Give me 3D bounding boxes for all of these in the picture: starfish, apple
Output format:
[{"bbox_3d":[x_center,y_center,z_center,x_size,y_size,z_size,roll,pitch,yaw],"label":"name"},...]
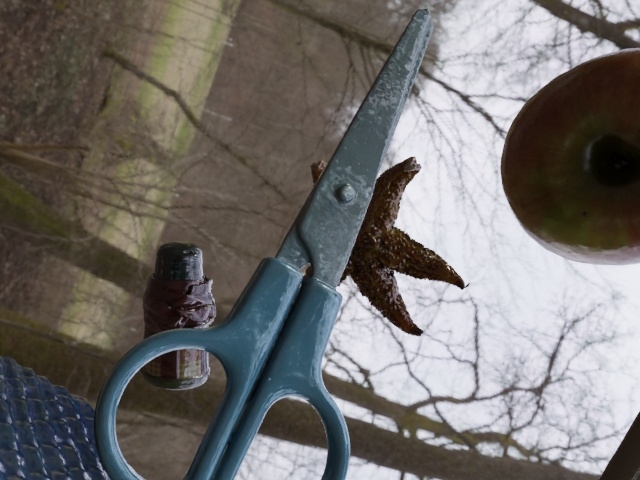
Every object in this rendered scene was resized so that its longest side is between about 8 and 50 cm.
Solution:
[{"bbox_3d":[0.053,0.013,0.852,0.240,0.227,0.043,-50,170,24],"label":"starfish"},{"bbox_3d":[0.400,-0.107,0.963,0.309,0.250,0.277,4,-78,36],"label":"apple"}]

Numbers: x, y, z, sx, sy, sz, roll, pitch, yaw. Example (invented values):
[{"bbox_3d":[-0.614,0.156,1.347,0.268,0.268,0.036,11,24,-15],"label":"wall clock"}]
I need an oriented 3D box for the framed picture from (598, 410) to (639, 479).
[{"bbox_3d":[0.182,0.262,0.349,0.289,0.213,0.016,-60,155,2],"label":"framed picture"}]

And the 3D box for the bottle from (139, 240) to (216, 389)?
[{"bbox_3d":[-0.268,0.135,1.386,0.156,0.143,0.271,22,-68,53],"label":"bottle"}]

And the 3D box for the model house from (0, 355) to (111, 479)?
[{"bbox_3d":[-0.430,0.319,0.769,0.395,0.445,0.400,38,-41,57],"label":"model house"}]

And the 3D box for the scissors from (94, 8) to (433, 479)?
[{"bbox_3d":[0.000,0.000,0.563,0.447,0.192,0.029,-65,-162,-16],"label":"scissors"}]
